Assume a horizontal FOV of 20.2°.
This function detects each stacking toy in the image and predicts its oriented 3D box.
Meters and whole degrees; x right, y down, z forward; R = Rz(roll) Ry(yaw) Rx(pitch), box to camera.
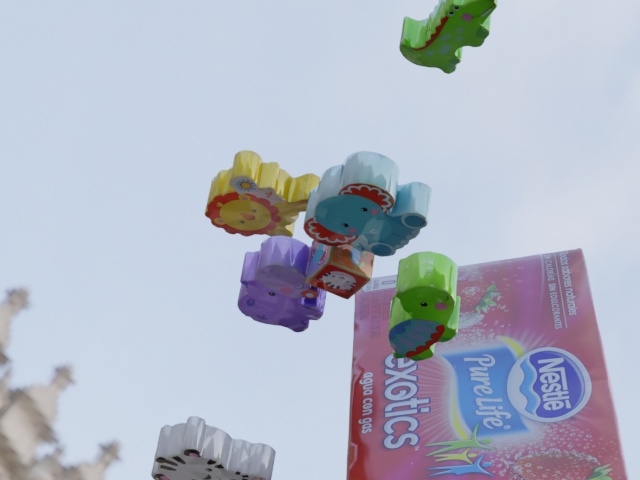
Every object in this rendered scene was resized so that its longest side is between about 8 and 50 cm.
[{"bbox_3d":[0.000,0.000,0.774,0.052,0.167,0.221,23,-37,-19],"label":"stacking toy"}]

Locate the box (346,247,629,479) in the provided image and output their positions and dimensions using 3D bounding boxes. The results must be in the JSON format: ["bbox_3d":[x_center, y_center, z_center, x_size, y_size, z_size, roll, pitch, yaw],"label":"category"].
[{"bbox_3d":[0.081,0.121,0.832,0.122,0.257,0.128,-8,-64,6],"label":"box"}]
